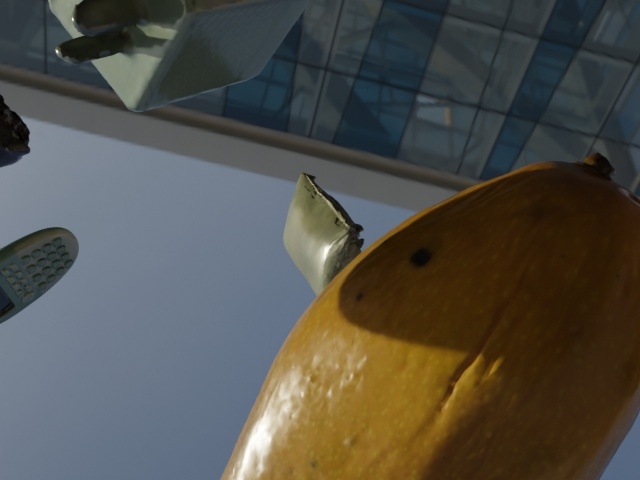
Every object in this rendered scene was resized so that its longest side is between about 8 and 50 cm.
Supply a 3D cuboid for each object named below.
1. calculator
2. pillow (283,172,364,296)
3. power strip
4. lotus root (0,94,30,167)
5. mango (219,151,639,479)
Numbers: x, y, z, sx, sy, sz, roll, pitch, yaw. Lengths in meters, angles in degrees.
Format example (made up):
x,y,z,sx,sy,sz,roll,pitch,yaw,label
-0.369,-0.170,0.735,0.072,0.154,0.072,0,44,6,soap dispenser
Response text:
x,y,z,sx,sy,sz,roll,pitch,yaw,label
-0.305,0.041,0.768,0.153,0.095,0.021,-36,-114,-19,calculator
0.000,0.000,1.030,0.053,0.119,0.208,10,-159,-26,pillow
-0.137,-0.207,0.668,0.224,0.139,0.140,-30,-100,-46,power strip
-0.284,-0.061,0.438,0.260,0.145,0.128,0,-148,11,lotus root
0.045,0.105,0.428,0.144,0.359,0.187,32,-166,-45,mango
